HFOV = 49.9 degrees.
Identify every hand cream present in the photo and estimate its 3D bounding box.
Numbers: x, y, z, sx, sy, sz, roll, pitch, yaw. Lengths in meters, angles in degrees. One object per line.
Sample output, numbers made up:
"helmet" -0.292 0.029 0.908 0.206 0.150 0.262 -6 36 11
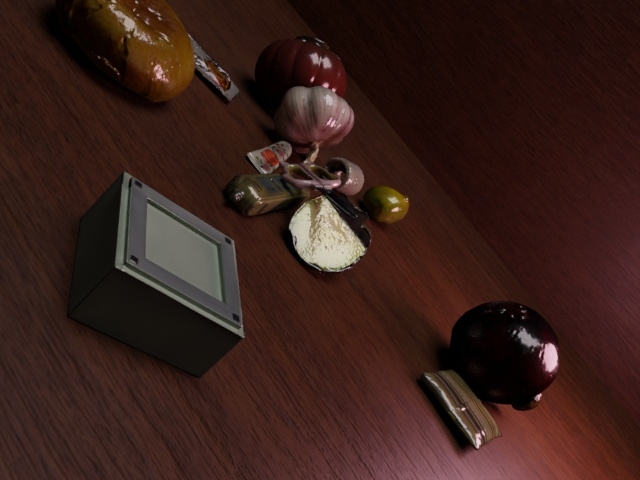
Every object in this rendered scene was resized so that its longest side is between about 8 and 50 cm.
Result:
"hand cream" -0.132 -0.229 1.871 0.080 0.050 0.234 52 25 -5

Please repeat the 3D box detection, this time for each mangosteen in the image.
"mangosteen" 0.479 0.306 1.822 0.297 0.293 0.297 15 33 -10

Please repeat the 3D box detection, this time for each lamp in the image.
"lamp" -0.064 -0.523 2.226 0.303 0.257 0.303 17 -7 2

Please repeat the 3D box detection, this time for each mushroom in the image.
"mushroom" 0.044 -0.039 1.742 0.188 0.141 0.117 41 1 -1

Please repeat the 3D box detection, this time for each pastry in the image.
"pastry" -0.424 -0.464 1.534 0.356 0.164 0.356 43 18 -17

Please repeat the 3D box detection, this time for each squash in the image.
"squash" -0.009 0.009 1.655 0.184 0.085 0.192 -35 85 -39

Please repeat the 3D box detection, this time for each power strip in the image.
"power strip" -0.123 -0.118 1.645 0.092 0.066 0.387 48 20 8

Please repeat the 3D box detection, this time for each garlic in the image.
"garlic" -0.026 -0.313 2.028 0.245 0.245 0.253 29 52 -42

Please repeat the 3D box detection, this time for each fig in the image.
"fig" 0.211 -0.115 2.256 0.152 0.121 0.136 11 40 -22

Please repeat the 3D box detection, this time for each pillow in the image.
"pillow" 0.344 0.398 1.656 0.208 0.052 0.212 52 19 24

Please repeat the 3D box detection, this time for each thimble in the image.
"thimble" 0.070 -0.201 2.144 0.115 0.102 0.090 26 3 39

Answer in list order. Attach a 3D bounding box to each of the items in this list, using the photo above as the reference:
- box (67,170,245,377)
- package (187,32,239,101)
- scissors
"box" -0.234 0.048 1.026 0.225 0.117 0.225 34 24 -33
"package" -0.331 -0.497 1.974 0.239 0.030 0.154 44 22 -13
"scissors" 0.005 -0.124 1.668 0.160 0.024 0.317 -3 30 -30
